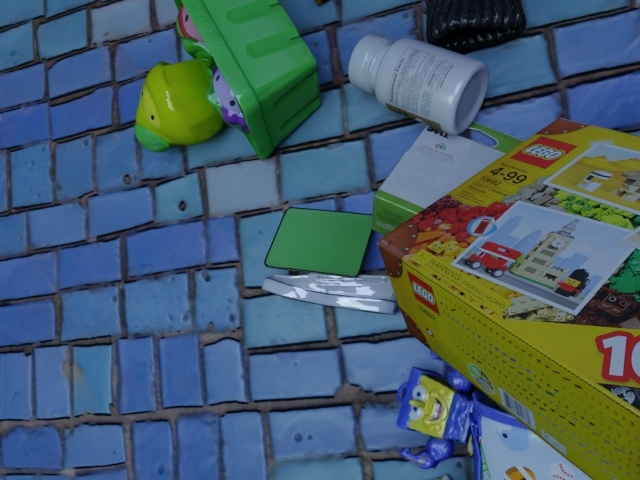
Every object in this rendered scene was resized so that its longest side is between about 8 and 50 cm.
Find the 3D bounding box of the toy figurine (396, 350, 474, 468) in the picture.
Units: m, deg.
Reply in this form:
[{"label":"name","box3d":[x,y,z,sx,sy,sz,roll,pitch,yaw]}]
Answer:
[{"label":"toy figurine","box3d":[0.220,0.320,0.983,0.217,0.191,0.362,12,85,47]}]

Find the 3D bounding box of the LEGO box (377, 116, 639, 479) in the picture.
[{"label":"LEGO box","box3d":[0.374,0.065,0.696,0.372,0.193,0.500,-34,35,-15]}]

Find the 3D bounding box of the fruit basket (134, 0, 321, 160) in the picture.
[{"label":"fruit basket","box3d":[-0.225,-0.321,1.121,0.392,0.283,0.392,-1,75,2]}]

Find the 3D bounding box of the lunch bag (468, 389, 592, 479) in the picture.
[{"label":"lunch bag","box3d":[0.408,0.352,0.782,0.385,0.239,0.327,-5,100,17]}]

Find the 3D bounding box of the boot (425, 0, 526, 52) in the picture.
[{"label":"boot","box3d":[0.337,-0.492,1.005,0.348,0.131,0.260,-15,73,27]}]

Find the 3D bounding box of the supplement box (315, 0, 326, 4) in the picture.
[{"label":"supplement box","box3d":[0.048,-0.567,1.137,0.188,0.081,0.104,-25,77,14]}]

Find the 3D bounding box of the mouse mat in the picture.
[{"label":"mouse mat","box3d":[0.000,0.000,1.089,0.190,0.007,0.152,6,53,20]}]

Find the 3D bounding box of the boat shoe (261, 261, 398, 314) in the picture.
[{"label":"boat shoe","box3d":[0.020,0.081,1.079,0.258,0.095,0.084,8,83,8]}]

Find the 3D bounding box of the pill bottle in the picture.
[{"label":"pill bottle","box3d":[0.170,-0.288,1.036,0.229,0.131,0.131,30,94,27]}]

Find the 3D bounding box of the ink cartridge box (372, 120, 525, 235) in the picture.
[{"label":"ink cartridge box","box3d":[0.234,-0.099,1.028,0.189,0.097,0.255,26,58,19]}]

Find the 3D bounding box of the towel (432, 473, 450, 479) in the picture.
[{"label":"towel","box3d":[0.137,0.584,1.009,0.325,0.038,0.248,-31,74,14]}]
